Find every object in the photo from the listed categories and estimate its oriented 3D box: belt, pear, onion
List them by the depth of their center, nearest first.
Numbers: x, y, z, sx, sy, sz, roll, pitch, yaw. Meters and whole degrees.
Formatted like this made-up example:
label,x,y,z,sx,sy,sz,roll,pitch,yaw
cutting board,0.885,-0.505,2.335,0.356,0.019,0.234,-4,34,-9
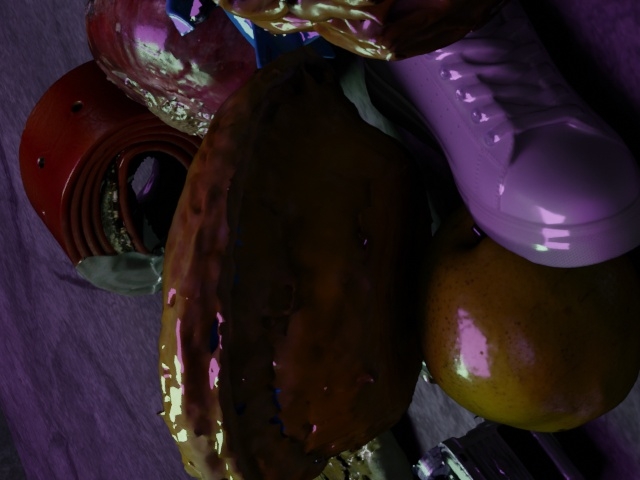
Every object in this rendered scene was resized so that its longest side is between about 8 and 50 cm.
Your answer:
label,x,y,z,sx,sy,sz,roll,pitch,yaw
pear,0.160,0.056,1.567,0.198,0.198,0.198,50,155,33
onion,-0.101,-0.192,1.888,0.246,0.190,0.246,31,166,8
belt,-0.207,-0.065,2.245,0.115,0.227,0.324,53,170,34

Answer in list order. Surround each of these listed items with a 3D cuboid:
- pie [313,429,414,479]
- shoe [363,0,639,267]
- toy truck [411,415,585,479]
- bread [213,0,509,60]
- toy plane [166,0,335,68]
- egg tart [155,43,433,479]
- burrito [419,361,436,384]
label,x,y,z,sx,sy,sz,roll,pitch,yaw
pie,-0.022,0.210,2.247,0.371,0.078,0.296,39,150,21
shoe,0.131,-0.123,1.506,0.363,0.132,0.160,49,157,52
toy truck,0.167,0.264,1.850,0.124,0.155,0.268,53,154,26
bread,0.045,-0.231,1.391,0.324,0.277,0.167,11,130,60
toy plane,-0.086,-0.257,1.705,0.105,0.254,0.271,-35,91,35
egg tart,-0.006,0.037,1.597,0.169,0.388,0.388,6,133,15
burrito,0.044,0.014,1.824,0.309,0.066,0.096,48,146,-2
